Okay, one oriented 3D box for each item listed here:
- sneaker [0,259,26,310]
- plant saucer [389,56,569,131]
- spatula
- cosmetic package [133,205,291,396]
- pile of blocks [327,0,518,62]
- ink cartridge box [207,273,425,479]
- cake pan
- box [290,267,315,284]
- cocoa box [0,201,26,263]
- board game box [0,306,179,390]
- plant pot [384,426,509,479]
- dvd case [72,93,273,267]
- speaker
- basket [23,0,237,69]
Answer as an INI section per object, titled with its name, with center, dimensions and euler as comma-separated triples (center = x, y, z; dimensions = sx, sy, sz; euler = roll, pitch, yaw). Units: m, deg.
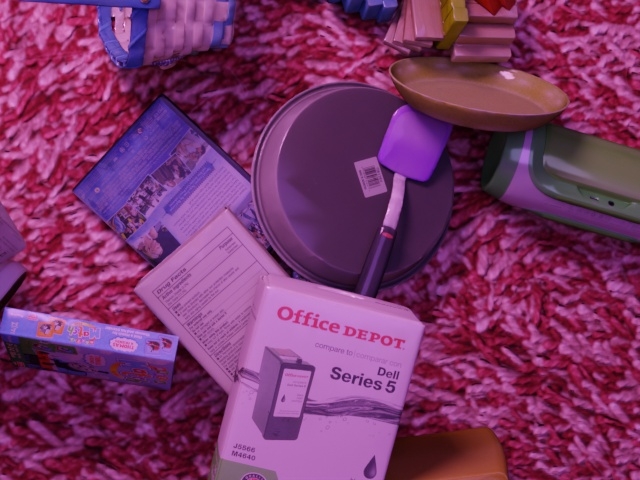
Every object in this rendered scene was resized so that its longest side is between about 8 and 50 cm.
[sneaker]
center = -0.511, 0.106, 1.431
dimensions = 0.290, 0.106, 0.123
euler = -43, 94, -6
[plant saucer]
center = 0.206, -0.191, 1.490
dimensions = 0.240, 0.241, 0.037
euler = 7, 115, -6
[spatula]
center = 0.092, -0.037, 1.467
dimensions = 0.084, 0.030, 0.296
euler = 22, 76, -13
[cosmetic package]
center = -0.078, 0.121, 1.454
dimensions = 0.160, 0.113, 0.309
euler = -40, 96, -1
[pile of blocks]
center = 0.111, -0.353, 1.518
dimensions = 0.362, 0.112, 0.149
euler = 23, 69, -4
[ink cartridge box]
center = -0.009, 0.196, 1.352
dimensions = 0.198, 0.115, 0.273
euler = 14, 94, -6
[cake pan]
center = 0.054, -0.077, 1.506
dimensions = 0.293, 0.054, 0.293
euler = 3, 81, -18
[box]
center = 0.000, 0.000, 1.536
dimensions = 0.094, 0.027, 0.137
euler = -8, 87, -4
[cocoa box]
center = -0.558, -0.098, 1.343
dimensions = 0.228, 0.231, 0.347
euler = -33, 74, -7
[board game box]
center = -0.289, 0.140, 1.426
dimensions = 0.211, 0.160, 0.039
euler = 9, 68, -6
[plant pot]
center = 0.156, 0.364, 1.446
dimensions = 0.212, 0.187, 0.212
euler = -5, 86, -7
[dvd case]
center = -0.180, -0.047, 1.509
dimensions = 0.253, 0.022, 0.180
euler = 43, 92, -1
[speaker]
center = 0.376, -0.079, 1.536
dimensions = 0.296, 0.131, 0.131
euler = 16, 84, -5
[basket]
center = -0.257, -0.321, 1.412
dimensions = 0.288, 0.255, 0.201
euler = 4, 110, -19
